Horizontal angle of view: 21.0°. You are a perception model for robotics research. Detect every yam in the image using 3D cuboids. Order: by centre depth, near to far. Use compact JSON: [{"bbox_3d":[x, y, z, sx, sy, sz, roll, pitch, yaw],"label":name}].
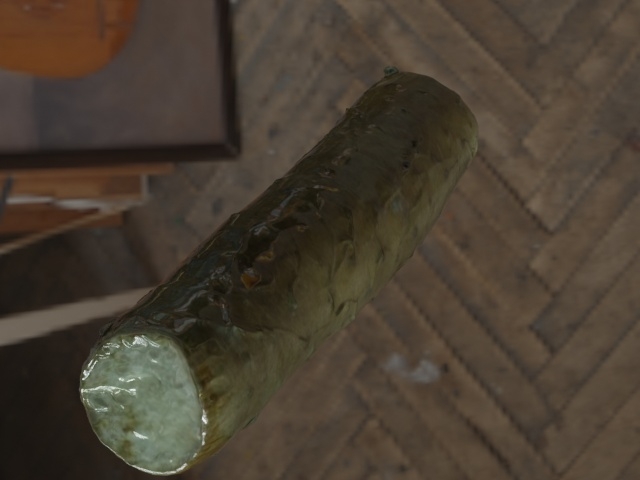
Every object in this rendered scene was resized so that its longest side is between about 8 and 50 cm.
[{"bbox_3d":[0.000,0.000,0.836,0.083,0.371,0.083,9,116,18],"label":"yam"}]
